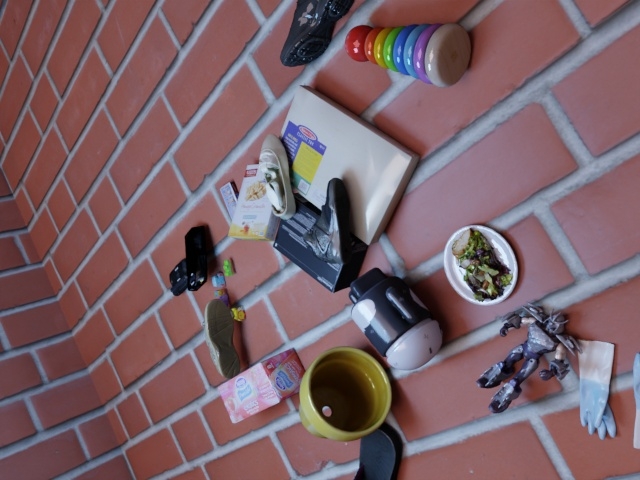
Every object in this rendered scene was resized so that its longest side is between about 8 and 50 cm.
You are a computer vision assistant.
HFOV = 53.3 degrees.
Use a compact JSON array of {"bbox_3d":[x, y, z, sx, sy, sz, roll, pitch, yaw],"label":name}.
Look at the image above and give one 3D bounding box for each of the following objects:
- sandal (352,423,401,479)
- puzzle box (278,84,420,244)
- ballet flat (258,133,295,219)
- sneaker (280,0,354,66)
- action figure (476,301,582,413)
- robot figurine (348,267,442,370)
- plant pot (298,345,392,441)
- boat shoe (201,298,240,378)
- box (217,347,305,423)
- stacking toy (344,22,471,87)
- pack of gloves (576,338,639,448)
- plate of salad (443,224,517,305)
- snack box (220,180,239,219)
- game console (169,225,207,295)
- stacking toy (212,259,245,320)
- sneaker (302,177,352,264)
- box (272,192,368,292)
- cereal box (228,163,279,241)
[{"bbox_3d":[0.147,0.758,1.916,0.168,0.107,0.445,15,112,41],"label":"sandal"},{"bbox_3d":[0.048,-0.211,1.730,0.409,0.052,0.272,39,121,26],"label":"puzzle box"},{"bbox_3d":[-0.129,-0.180,1.789,0.086,0.086,0.248,-17,88,45],"label":"ballet flat"},{"bbox_3d":[-0.024,-0.590,1.698,0.286,0.109,0.130,-48,62,31],"label":"sneaker"},{"bbox_3d":[0.473,0.266,1.461,0.185,0.099,0.285,57,131,40],"label":"action figure"},{"bbox_3d":[0.194,0.204,1.665,0.173,0.209,0.278,-47,67,18],"label":"robot figurine"},{"bbox_3d":[0.048,0.466,1.849,0.254,0.254,0.239,56,149,16],"label":"plant pot"},{"bbox_3d":[-0.355,0.341,2.213,0.089,0.105,0.285,1,102,54],"label":"boat shoe"},{"bbox_3d":[-0.194,0.489,2.135,0.300,0.154,0.142,-37,76,45],"label":"box"},{"bbox_3d":[0.183,-0.457,1.510,0.330,0.141,0.141,26,119,41],"label":"stacking toy"},{"bbox_3d":[0.641,0.338,1.357,0.195,0.046,0.232,3,105,44],"label":"pack of gloves"},{"bbox_3d":[0.376,0.062,1.530,0.200,0.048,0.199,14,111,40],"label":"plate of salad"},{"bbox_3d":[-0.282,-0.105,2.135,0.064,0.022,0.178,-27,83,46],"label":"snack box"},{"bbox_3d":[-0.494,0.099,2.358,0.361,0.044,0.213,-36,56,54],"label":"game console"},{"bbox_3d":[-0.352,0.179,2.273,0.167,0.052,0.221,-6,96,43],"label":"stacking toy"},{"bbox_3d":[0.012,-0.051,1.690,0.130,0.087,0.227,0,97,30],"label":"sneaker"},{"bbox_3d":[0.000,0.000,1.836,0.261,0.103,0.184,37,120,31],"label":"box"},{"bbox_3d":[-0.185,-0.118,1.946,0.173,0.047,0.240,2,74,43],"label":"cereal box"}]
